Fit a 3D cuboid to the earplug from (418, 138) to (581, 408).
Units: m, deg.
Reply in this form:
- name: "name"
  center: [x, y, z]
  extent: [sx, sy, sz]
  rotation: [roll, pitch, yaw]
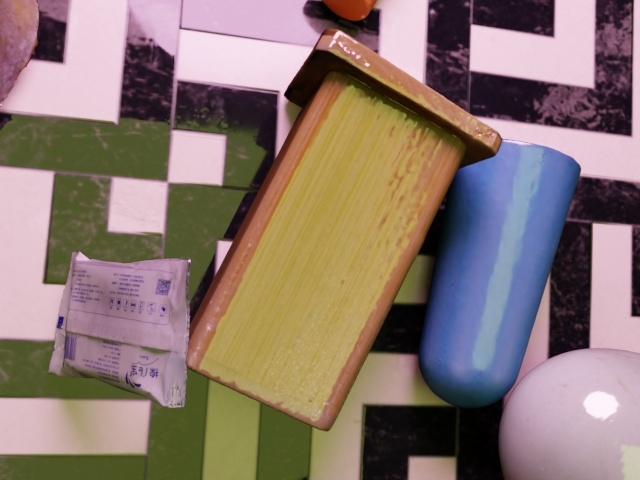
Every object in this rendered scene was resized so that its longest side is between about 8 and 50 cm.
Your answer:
- name: "earplug"
  center: [0.177, 0.041, 0.723]
  extent: [0.133, 0.132, 0.272]
  rotation: [16, 85, -12]

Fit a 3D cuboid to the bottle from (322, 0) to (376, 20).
- name: "bottle"
  center: [0.068, -0.334, 0.756]
  extent: [0.069, 0.069, 0.187]
  rotation: [33, 76, -9]

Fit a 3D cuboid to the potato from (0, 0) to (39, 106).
- name: "potato"
  center: [-0.376, -0.156, 0.633]
  extent: [0.261, 0.100, 0.120]
  rotation: [-48, 136, -27]

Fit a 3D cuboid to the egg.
- name: "egg"
  center: [0.342, 0.251, 0.690]
  extent: [0.371, 0.230, 0.229]
  rotation: [36, 78, -15]

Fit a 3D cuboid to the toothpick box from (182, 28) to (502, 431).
- name: "toothpick box"
  center: [0.000, 0.000, 0.656]
  extent: [0.190, 0.187, 0.308]
  rotation: [29, 83, -11]

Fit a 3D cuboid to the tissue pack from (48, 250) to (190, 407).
- name: "tissue pack"
  center: [-0.181, 0.073, 0.610]
  extent: [0.026, 0.193, 0.122]
  rotation: [14, 81, -50]
